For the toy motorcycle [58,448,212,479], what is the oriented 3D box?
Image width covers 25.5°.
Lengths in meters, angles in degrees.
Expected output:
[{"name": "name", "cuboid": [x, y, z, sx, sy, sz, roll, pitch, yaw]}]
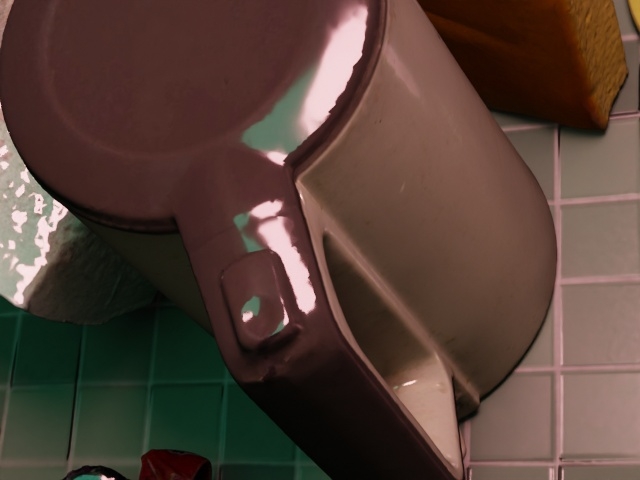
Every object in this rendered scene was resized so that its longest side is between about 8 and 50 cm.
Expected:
[{"name": "toy motorcycle", "cuboid": [-0.097, 0.234, 0.978, 0.122, 0.082, 0.213, -35, 73, 4]}]

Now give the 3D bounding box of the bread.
[{"name": "bread", "cuboid": [0.104, -0.201, 0.909, 0.138, 0.361, 0.077, 21, 72, 29]}]

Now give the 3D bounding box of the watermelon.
[{"name": "watermelon", "cuboid": [-0.164, -0.114, 1.033, 0.258, 0.228, 0.387, -31, 50, 26]}]

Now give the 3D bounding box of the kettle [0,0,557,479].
[{"name": "kettle", "cuboid": [0.000, 0.000, 0.859, 0.250, 0.377, 0.361, -20, 63, 13]}]

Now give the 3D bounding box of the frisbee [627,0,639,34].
[{"name": "frisbee", "cuboid": [0.336, -0.201, 1.015, 0.236, 0.017, 0.236, -8, 66, 18]}]
